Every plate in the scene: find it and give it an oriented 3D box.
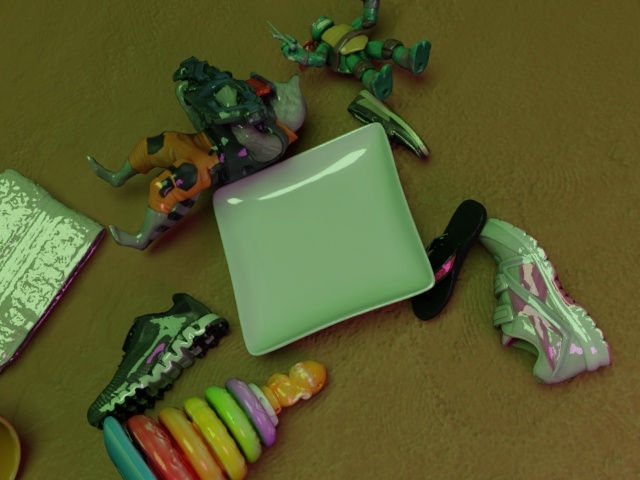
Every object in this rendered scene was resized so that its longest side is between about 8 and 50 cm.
[{"bbox_3d":[0.000,0.000,1.363,0.278,0.045,0.277,-22,62,11],"label":"plate"}]

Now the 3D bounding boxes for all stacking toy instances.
[{"bbox_3d":[-0.119,0.246,1.278,0.302,0.175,0.166,-33,44,-16],"label":"stacking toy"}]

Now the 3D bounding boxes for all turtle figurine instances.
[{"bbox_3d":[0.041,-0.300,1.440,0.234,0.118,0.175,37,83,32],"label":"turtle figurine"}]

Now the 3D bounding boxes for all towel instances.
[{"bbox_3d":[-0.477,0.047,1.446,0.187,0.049,0.282,33,80,4],"label":"towel"}]

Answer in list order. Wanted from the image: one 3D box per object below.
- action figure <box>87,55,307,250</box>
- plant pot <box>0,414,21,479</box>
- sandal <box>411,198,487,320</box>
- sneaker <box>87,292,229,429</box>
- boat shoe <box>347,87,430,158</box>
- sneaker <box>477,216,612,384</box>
[{"bbox_3d":[-0.169,-0.144,1.419,0.330,0.179,0.341,-29,29,-1],"label":"action figure"},{"bbox_3d":[-0.555,0.285,1.337,0.188,0.205,0.205,27,78,36],"label":"plant pot"},{"bbox_3d":[0.163,0.024,1.308,0.067,0.040,0.179,39,110,45],"label":"sandal"},{"bbox_3d":[-0.246,0.164,1.366,0.234,0.078,0.106,-42,65,-8],"label":"sneaker"},{"bbox_3d":[0.099,-0.162,1.417,0.049,0.056,0.152,-44,58,1],"label":"boat shoe"},{"bbox_3d":[0.267,0.080,1.265,0.111,0.103,0.252,-33,63,3],"label":"sneaker"}]
